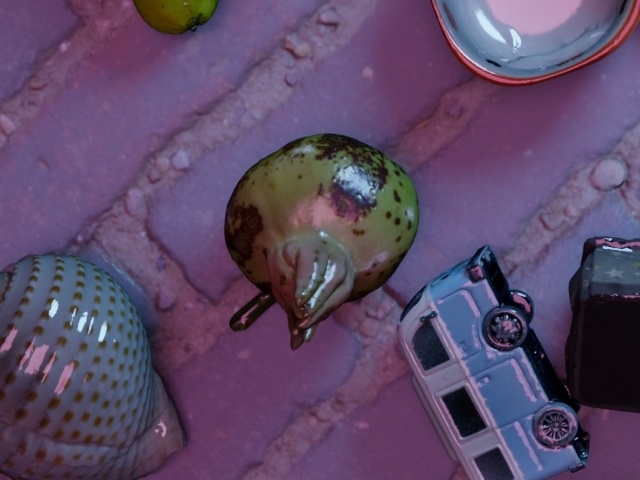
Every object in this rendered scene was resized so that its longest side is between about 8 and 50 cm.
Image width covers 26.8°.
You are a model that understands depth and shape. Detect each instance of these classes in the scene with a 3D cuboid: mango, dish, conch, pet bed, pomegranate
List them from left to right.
[{"bbox_3d":[-0.333,0.187,1.664,0.303,0.215,0.319,-44,85,22],"label":"conch"},{"bbox_3d":[-0.180,-0.340,1.643,0.119,0.100,0.178,-8,83,15],"label":"mango"},{"bbox_3d":[-0.012,-0.012,1.550,0.222,0.276,0.204,-34,90,30],"label":"pomegranate"},{"bbox_3d":[0.248,-0.301,1.554,0.256,0.117,0.256,1,96,11],"label":"dish"},{"bbox_3d":[0.391,0.089,1.551,0.210,0.159,0.183,3,120,12],"label":"pet bed"}]

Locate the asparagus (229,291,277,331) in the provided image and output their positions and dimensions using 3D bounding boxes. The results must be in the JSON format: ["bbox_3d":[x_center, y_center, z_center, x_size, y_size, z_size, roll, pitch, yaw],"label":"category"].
[{"bbox_3d":[-0.070,0.077,1.695,0.108,0.021,0.025,-41,91,11],"label":"asparagus"}]

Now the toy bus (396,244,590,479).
[{"bbox_3d":[0.196,0.159,1.596,0.164,0.133,0.271,-27,92,16],"label":"toy bus"}]
